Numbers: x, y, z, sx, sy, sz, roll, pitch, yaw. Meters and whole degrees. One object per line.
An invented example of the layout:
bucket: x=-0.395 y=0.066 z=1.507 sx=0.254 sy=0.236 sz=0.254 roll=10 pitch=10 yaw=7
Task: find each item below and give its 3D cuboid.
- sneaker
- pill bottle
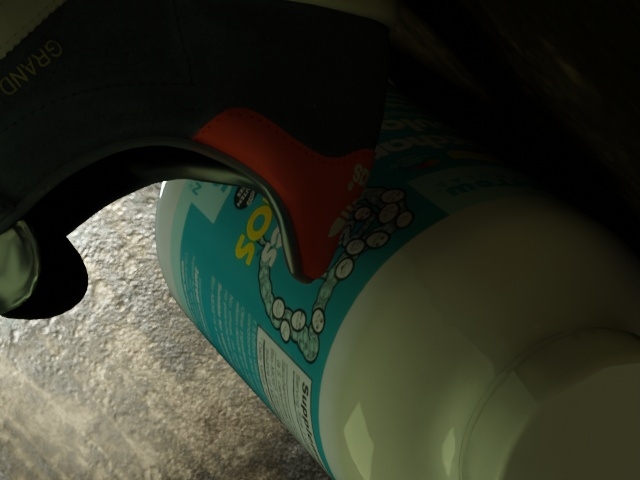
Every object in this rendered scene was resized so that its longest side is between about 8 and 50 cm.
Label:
sneaker: x=-0.150 y=-0.048 z=0.634 sx=0.350 sy=0.148 sz=0.131 roll=4 pitch=178 yaw=7
pill bottle: x=0.042 y=0.031 z=0.714 sx=0.146 sy=0.146 sz=0.264 roll=49 pitch=175 yaw=-36
